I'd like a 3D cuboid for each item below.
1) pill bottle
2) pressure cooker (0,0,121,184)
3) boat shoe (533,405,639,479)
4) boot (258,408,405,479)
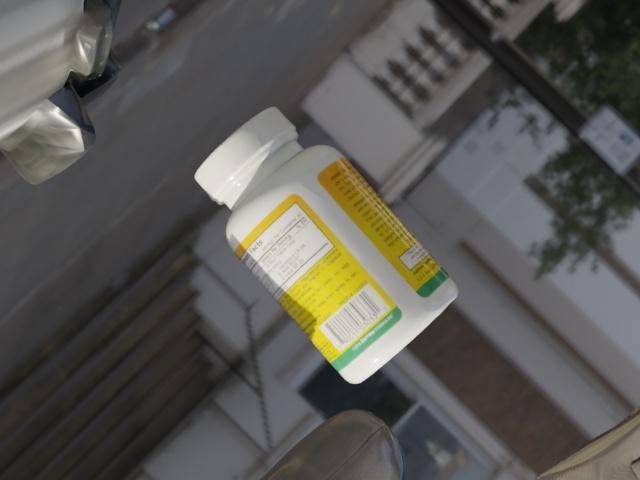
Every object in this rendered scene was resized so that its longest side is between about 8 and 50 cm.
[{"bbox_3d":[0.000,0.000,1.065,0.117,0.208,0.117,-42,177,-3],"label":"pill bottle"},{"bbox_3d":[-0.338,-0.199,0.918,0.420,0.375,0.370,-41,144,-45],"label":"pressure cooker"},{"bbox_3d":[0.315,0.163,1.113,0.355,0.132,0.130,-29,-179,17],"label":"boat shoe"},{"bbox_3d":[-0.050,0.249,1.064,0.338,0.118,0.223,-48,164,-17],"label":"boot"}]
